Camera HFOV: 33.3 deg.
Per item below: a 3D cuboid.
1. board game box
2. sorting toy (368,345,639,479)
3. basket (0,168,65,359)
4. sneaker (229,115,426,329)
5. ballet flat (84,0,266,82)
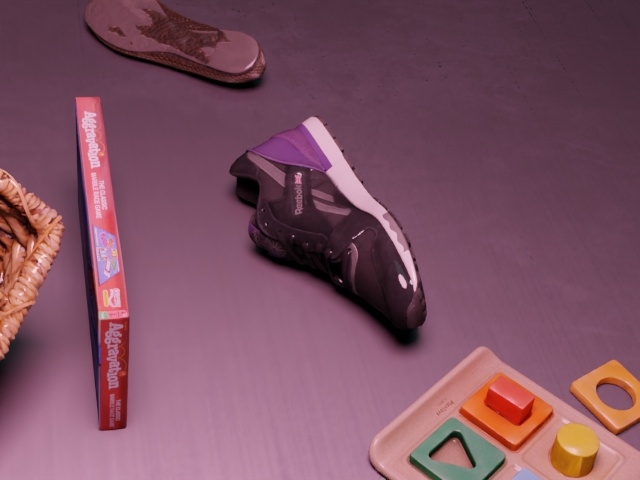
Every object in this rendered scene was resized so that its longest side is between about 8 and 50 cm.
[{"bbox_3d":[-0.198,0.013,0.963,0.027,0.145,0.281,-4,45,-14],"label":"board game box"},{"bbox_3d":[0.170,0.183,0.924,0.196,0.047,0.347,36,49,25],"label":"sorting toy"},{"bbox_3d":[-0.374,0.029,0.766,0.299,0.223,0.213,39,31,-31],"label":"basket"},{"bbox_3d":[0.000,0.000,1.066,0.124,0.107,0.283,-23,47,-12],"label":"sneaker"},{"bbox_3d":[-0.176,-0.244,1.306,0.249,0.058,0.084,20,79,18],"label":"ballet flat"}]
